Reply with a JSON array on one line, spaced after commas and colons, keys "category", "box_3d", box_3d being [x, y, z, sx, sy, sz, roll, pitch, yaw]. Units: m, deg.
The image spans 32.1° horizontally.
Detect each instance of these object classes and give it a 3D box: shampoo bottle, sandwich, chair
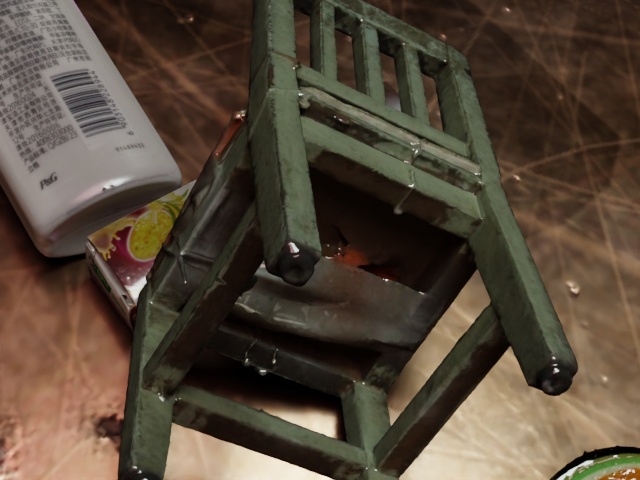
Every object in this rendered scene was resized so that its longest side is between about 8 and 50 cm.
[{"category": "shampoo bottle", "box_3d": [-0.166, -0.097, 0.625, 0.086, 0.056, 0.227, -25, 65, -23]}, {"category": "sandwich", "box_3d": [0.141, 0.139, 0.547, 0.069, 0.026, 0.101, 44, 65, 13]}, {"category": "chair", "box_3d": [0.000, 0.000, 0.533, 0.136, 0.147, 0.270, 23, 30, -20]}]

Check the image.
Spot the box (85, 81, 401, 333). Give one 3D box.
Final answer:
[{"category": "box", "box_3d": [-0.028, -0.021, 0.609, 0.207, 0.041, 0.050, -30, 64, -24]}]
